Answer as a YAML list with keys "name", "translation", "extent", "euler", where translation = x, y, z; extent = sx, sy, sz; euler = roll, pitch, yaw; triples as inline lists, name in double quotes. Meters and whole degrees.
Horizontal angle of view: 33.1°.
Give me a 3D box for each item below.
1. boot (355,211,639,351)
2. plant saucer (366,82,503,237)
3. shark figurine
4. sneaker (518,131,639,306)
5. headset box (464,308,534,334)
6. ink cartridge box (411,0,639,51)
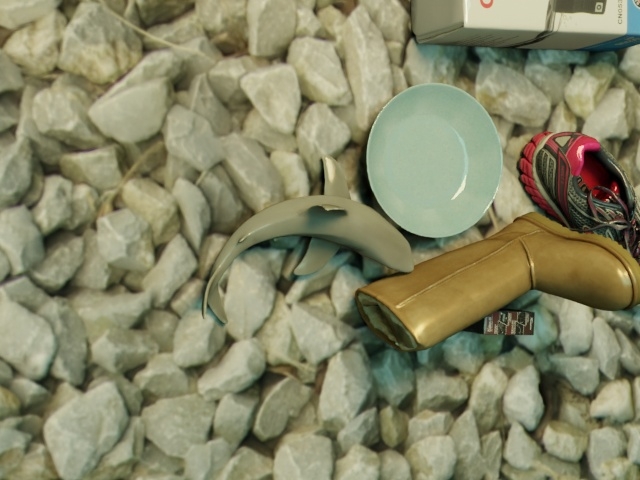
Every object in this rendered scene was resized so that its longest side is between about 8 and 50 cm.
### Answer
- name: "boot"
  translation: [0.216, 0.069, 1.302]
  extent: [0.269, 0.236, 0.089]
  euler: [-23, 117, -24]
- name: "plant saucer"
  translation: [0.139, -0.101, 1.360]
  extent: [0.195, 0.037, 0.195]
  euler: [-1, 92, -23]
- name: "shark figurine"
  translation: [-0.026, -0.011, 1.249]
  extent: [0.278, 0.116, 0.166]
  euler: [-15, 90, -18]
- name: "sneaker"
  translation: [0.385, -0.020, 1.427]
  extent: [0.299, 0.112, 0.121]
  euler: [45, 75, -18]
- name: "headset box"
  translation: [0.223, 0.104, 1.386]
  extent: [0.083, 0.062, 0.032]
  euler: [4, 89, -22]
- name: "ink cartridge box"
  translation: [0.278, -0.363, 1.366]
  extent: [0.307, 0.129, 0.223]
  euler: [-2, 92, -23]
